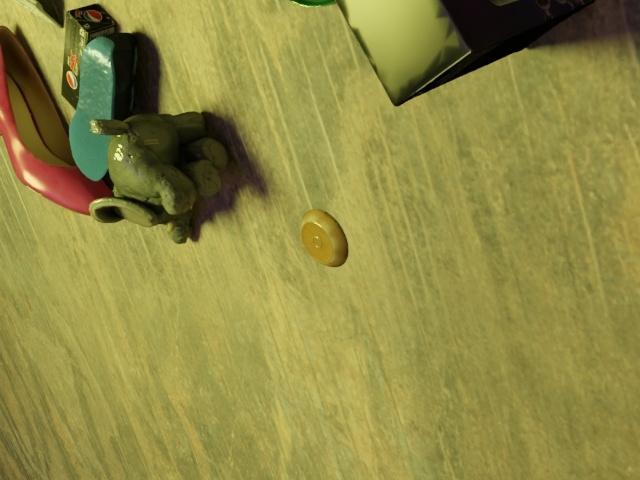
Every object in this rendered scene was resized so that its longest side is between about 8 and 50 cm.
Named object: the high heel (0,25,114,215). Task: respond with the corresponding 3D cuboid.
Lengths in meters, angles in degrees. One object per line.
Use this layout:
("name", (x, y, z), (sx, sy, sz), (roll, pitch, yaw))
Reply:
("high heel", (-0.477, -0.202, 1.466), (0.377, 0.127, 0.181), (37, 117, 11))

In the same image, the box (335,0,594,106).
("box", (0.084, -0.267, 0.693), (0.103, 0.184, 0.261), (-29, 90, 51))

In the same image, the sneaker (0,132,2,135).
("sneaker", (-0.653, -0.298, 1.638), (0.225, 0.088, 0.092), (41, 119, 24))

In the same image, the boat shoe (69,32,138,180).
("boat shoe", (-0.313, -0.197, 1.293), (0.109, 0.089, 0.258), (38, 134, 8))

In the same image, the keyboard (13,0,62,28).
("keyboard", (-0.532, -0.419, 1.402), (0.256, 0.014, 0.072), (33, 171, 23))

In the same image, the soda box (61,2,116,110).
("soda box", (-0.362, -0.280, 1.316), (0.060, 0.053, 0.168), (46, 140, 19))

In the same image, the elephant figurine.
("elephant figurine", (-0.252, -0.077, 1.223), (0.186, 0.169, 0.239), (56, 139, -2))

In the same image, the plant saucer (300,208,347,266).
("plant saucer", (0.000, 0.000, 1.108), (0.083, 0.015, 0.083), (28, 132, 36))

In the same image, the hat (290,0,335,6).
("hat", (-0.089, -0.307, 0.868), (0.209, 0.184, 0.172), (18, 127, 42))
